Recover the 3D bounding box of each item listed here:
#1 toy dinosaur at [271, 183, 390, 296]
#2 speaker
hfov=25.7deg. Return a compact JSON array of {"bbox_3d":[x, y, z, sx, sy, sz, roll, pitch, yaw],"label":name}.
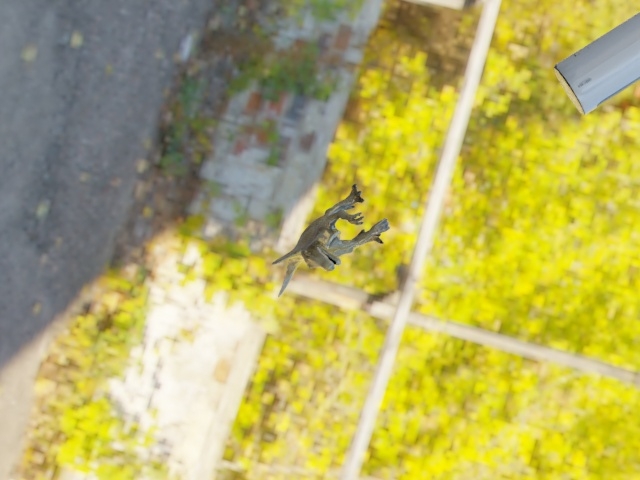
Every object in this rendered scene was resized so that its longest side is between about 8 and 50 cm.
[{"bbox_3d":[0.000,0.000,1.123,0.092,0.053,0.183,-28,179,-12],"label":"toy dinosaur"},{"bbox_3d":[0.285,-0.174,1.284,0.136,0.055,0.055,-33,169,5],"label":"speaker"}]
